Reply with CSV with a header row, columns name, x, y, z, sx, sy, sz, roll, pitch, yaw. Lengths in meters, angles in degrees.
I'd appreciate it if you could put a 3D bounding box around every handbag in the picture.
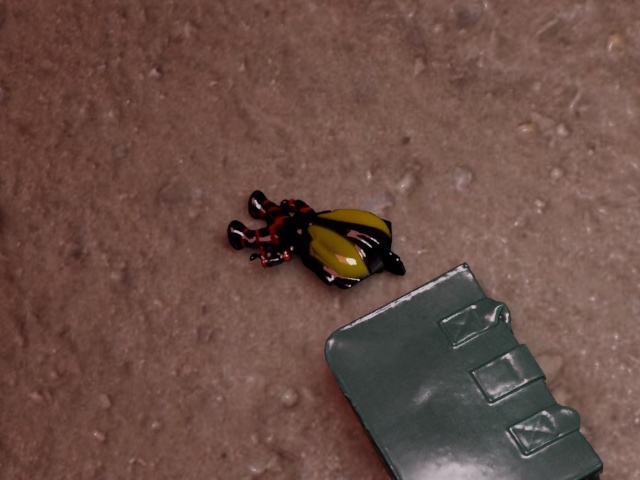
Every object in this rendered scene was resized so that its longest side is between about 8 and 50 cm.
name,x,y,z,sx,sy,sz,roll,pitch,yaw
handbag,0.170,0.207,1.690,0.238,0.089,0.326,-27,61,-7

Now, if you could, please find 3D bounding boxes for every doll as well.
name,x,y,z,sx,sy,sz,roll,pitch,yaw
doll,-0.001,0.000,1.835,0.248,0.088,0.127,20,83,26
